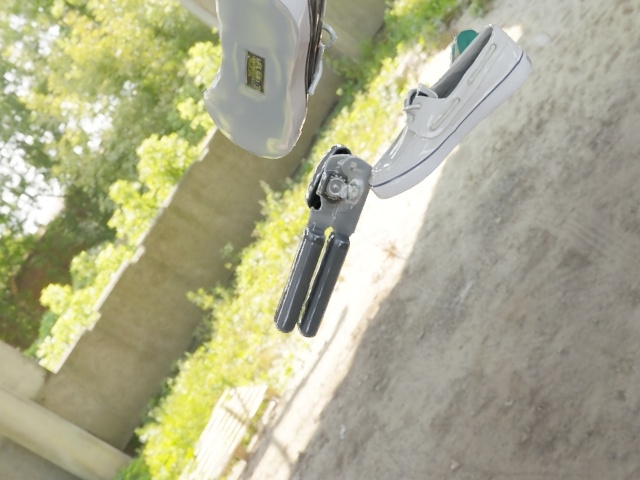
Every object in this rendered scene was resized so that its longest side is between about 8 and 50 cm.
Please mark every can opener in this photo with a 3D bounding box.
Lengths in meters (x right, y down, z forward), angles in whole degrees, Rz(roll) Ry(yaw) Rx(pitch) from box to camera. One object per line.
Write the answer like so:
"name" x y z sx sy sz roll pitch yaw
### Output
"can opener" 0.000 0.000 1.180 0.095 0.076 0.283 -121 48 -64

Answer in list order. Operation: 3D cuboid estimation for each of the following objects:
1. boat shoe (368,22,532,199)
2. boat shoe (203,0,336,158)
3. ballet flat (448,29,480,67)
"boat shoe" 0.151 -0.168 1.055 0.267 0.088 0.096 -41 24 14
"boat shoe" -0.048 -0.189 0.800 0.105 0.113 0.306 -60 -9 -22
"ballet flat" 0.286 -0.298 1.546 0.077 0.091 0.241 68 -152 -56
